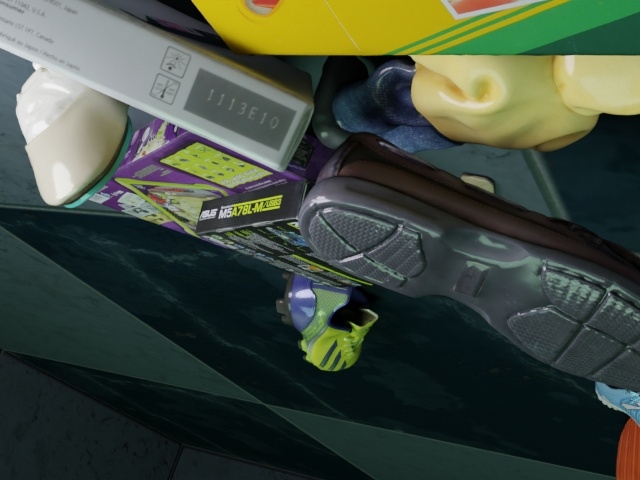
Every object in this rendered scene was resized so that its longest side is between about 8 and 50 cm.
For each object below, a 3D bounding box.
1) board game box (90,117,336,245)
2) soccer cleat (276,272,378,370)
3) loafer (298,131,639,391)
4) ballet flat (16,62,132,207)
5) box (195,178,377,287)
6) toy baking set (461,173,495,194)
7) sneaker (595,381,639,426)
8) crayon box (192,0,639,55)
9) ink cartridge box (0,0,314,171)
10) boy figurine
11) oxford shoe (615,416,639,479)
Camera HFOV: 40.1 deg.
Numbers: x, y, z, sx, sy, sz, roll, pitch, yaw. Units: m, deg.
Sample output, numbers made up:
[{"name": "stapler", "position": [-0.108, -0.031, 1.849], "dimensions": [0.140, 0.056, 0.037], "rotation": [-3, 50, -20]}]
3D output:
[{"name": "board game box", "position": [-0.108, -0.059, 0.922], "dimensions": [0.208, 0.056, 0.347], "rotation": [25, 161, -27]}, {"name": "soccer cleat", "position": [0.029, 0.125, 1.251], "dimensions": [0.121, 0.093, 0.289], "rotation": [4, 155, 18]}, {"name": "loafer", "position": [0.138, 0.008, 0.609], "dimensions": [0.303, 0.095, 0.109], "rotation": [23, 143, -1]}, {"name": "ballet flat", "position": [-0.185, -0.101, 0.651], "dimensions": [0.086, 0.086, 0.248], "rotation": [26, -162, -17]}, {"name": "box", "position": [0.000, 0.000, 0.880], "dimensions": [0.191, 0.045, 0.184], "rotation": [23, 160, -33]}, {"name": "toy baking set", "position": [0.102, -0.011, 0.944], "dimensions": [0.256, 0.030, 0.197], "rotation": [-4, 149, 45]}, {"name": "sneaker", "position": [0.411, 0.201, 1.115], "dimensions": [0.162, 0.063, 0.073], "rotation": [25, 156, 49]}, {"name": "crayon box", "position": [0.017, -0.229, 0.391], "dimensions": [0.313, 0.106, 0.363], "rotation": [6, 155, 30]}, {"name": "ink cartridge box", "position": [-0.140, -0.160, 0.673], "dimensions": [0.275, 0.060, 0.239], "rotation": [23, -161, -10]}, {"name": "boy figurine", "position": [0.117, -0.113, 0.599], "dimensions": [0.177, 0.092, 0.285], "rotation": [22, 159, -37]}, {"name": "oxford shoe", "position": [0.521, 0.295, 1.209], "dimensions": [0.133, 0.129, 0.363], "rotation": [14, 159, -3]}]
